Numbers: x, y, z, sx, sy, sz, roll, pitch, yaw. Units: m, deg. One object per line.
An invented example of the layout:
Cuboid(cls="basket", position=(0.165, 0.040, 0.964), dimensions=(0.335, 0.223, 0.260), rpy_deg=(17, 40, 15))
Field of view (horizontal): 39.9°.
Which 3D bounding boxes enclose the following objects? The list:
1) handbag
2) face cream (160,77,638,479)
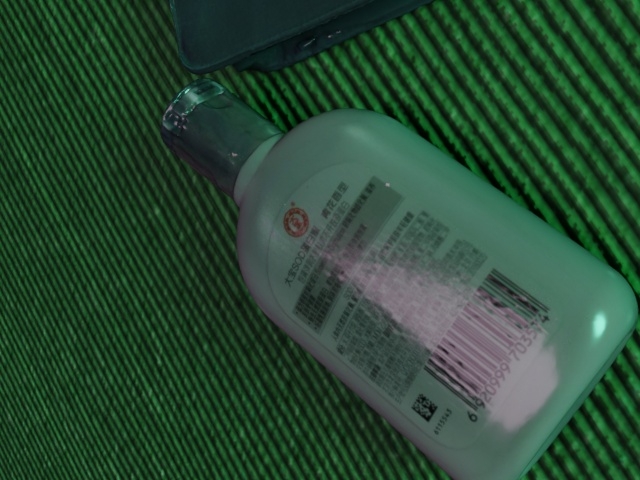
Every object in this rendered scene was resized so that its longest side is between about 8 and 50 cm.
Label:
Cuboid(cls="handbag", position=(-0.010, -0.201, 0.496), dimensions=(0.229, 0.062, 0.179), rpy_deg=(-14, 90, 43))
Cuboid(cls="face cream", position=(0.022, 0.004, 0.499), dimensions=(0.291, 0.071, 0.144), rpy_deg=(37, 108, 23))
